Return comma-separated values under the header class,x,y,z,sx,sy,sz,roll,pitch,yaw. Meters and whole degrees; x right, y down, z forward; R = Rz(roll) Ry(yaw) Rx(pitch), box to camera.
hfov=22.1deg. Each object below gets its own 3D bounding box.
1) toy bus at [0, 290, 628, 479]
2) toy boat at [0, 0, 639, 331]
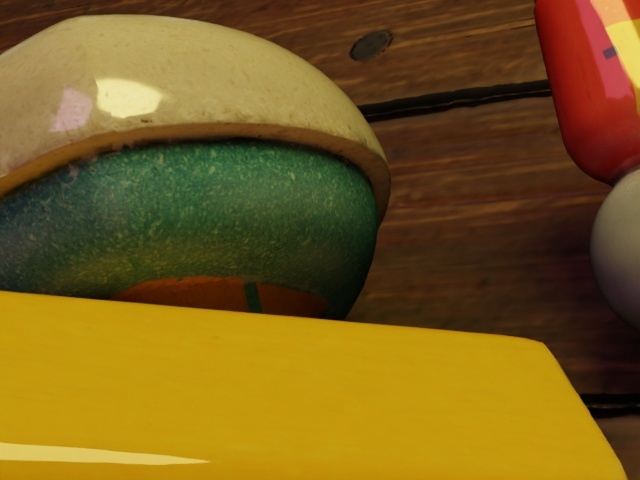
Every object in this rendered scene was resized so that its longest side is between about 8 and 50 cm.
class,x,y,z,sx,sy,sz,roll,pitch,yaw
toy bus,-0.086,0.090,0.490,0.333,0.130,0.108,6,31,-19
toy boat,0.000,0.000,0.609,0.318,0.267,0.148,-16,73,1
